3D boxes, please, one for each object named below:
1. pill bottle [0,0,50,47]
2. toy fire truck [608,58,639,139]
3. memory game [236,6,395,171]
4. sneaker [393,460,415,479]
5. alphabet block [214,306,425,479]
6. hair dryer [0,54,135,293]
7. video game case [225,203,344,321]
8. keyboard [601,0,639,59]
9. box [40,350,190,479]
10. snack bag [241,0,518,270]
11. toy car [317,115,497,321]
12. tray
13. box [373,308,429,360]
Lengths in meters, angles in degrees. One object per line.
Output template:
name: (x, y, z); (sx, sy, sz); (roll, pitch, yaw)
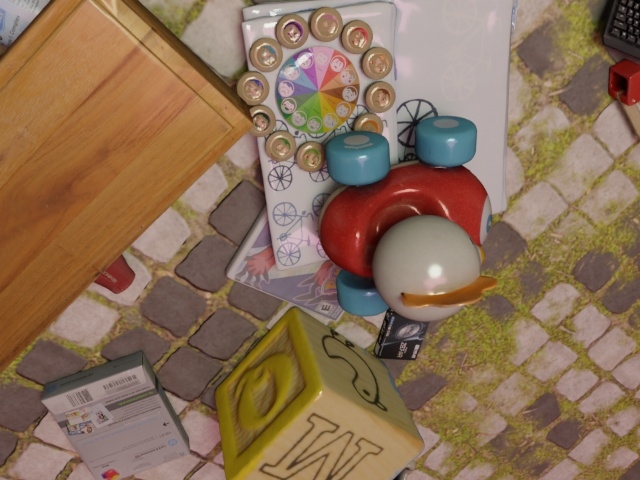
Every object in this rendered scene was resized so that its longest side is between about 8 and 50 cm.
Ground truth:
pill bottle: (-0.321, -0.243, 0.636); (0.160, 0.087, 0.087); (23, 111, -24)
toy fire truck: (0.475, -0.173, 0.900); (0.135, 0.047, 0.192); (-26, 122, 1)
memory game: (-0.001, -0.166, 0.745); (0.186, 0.012, 0.186); (-6, 114, -13)
sneaker: (0.081, 0.410, 1.081); (0.090, 0.115, 0.232); (14, 114, -21)
alphabet block: (-0.009, 0.249, 0.929); (0.197, 0.192, 0.193); (35, 103, -29)
hair dryer: (-0.255, -0.064, 0.756); (0.223, 0.080, 0.294); (-1, 119, -14)
video game case: (0.000, 0.000, 0.889); (0.183, 0.023, 0.201); (25, 110, -25)
keyboard: (0.440, -0.270, 0.827); (0.180, 0.023, 0.108); (17, 86, -15)
box: (-0.287, 0.259, 0.950); (0.145, 0.038, 0.186); (-19, 120, -2)
snack bag: (0.089, -0.136, 0.811); (0.342, 0.037, 0.323); (-11, 116, -12)
toy car: (0.124, 0.011, 0.727); (0.210, 0.238, 0.219); (-12, 121, -13)
tray: (-0.284, -0.050, 0.663); (0.411, 0.076, 0.203); (-42, 121, 13)
box: (0.123, 0.142, 1.001); (0.067, 0.018, 0.083); (7, 116, -17)
